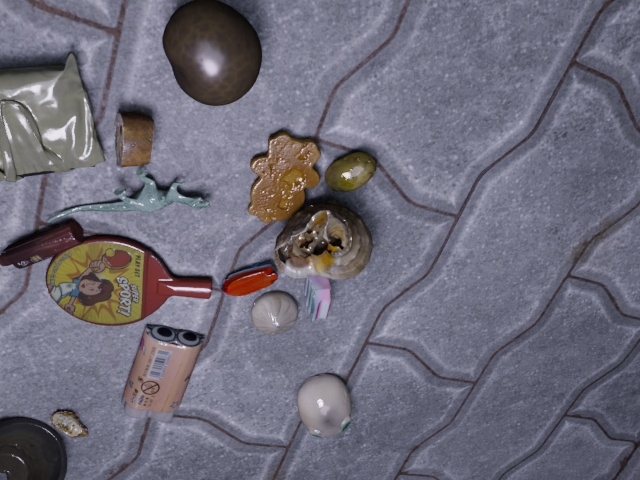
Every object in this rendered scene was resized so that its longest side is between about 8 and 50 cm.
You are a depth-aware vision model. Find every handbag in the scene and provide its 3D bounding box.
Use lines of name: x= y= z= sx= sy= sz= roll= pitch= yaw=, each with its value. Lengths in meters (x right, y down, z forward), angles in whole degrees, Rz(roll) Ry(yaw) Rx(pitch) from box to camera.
handbag: x=-0.645 y=-0.246 z=1.104 sx=0.316 sy=0.109 sz=0.253 roll=-14 pitch=125 yaw=-13

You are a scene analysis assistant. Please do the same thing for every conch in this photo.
conch: x=-0.003 y=-0.007 z=1.348 sx=0.264 sy=0.186 sz=0.324 roll=-21 pitch=145 yaw=-1

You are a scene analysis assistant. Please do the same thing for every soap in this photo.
soap: x=-0.009 y=0.151 z=1.484 sx=0.057 sy=0.100 sz=0.149 roll=-11 pitch=145 yaw=-15

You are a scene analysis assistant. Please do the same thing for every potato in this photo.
potato: x=0.080 y=-0.175 z=1.345 sx=0.138 sy=0.070 sz=0.091 roll=-29 pitch=120 yaw=3

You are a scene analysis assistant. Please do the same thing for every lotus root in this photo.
lotus root: x=-0.418 y=-0.223 z=1.169 sx=0.081 sy=0.112 sz=0.122 roll=3 pitch=116 yaw=-24

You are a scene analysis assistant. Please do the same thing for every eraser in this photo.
eraser: x=-0.461 y=0.389 z=1.514 sx=0.171 sy=0.087 sz=0.290 roll=16 pitch=112 yaw=-19

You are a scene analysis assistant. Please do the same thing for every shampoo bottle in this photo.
shampoo bottle: x=-0.697 y=0.021 z=1.260 sx=0.237 sy=0.067 sz=0.068 roll=-22 pitch=124 yaw=1

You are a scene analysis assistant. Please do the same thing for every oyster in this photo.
oyster: x=-0.750 y=0.552 z=1.563 sx=0.086 sy=0.029 sz=0.132 roll=-5 pitch=123 yaw=-4

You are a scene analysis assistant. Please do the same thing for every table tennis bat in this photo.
table tennis bat: x=-0.497 y=0.114 z=1.376 sx=0.416 sy=0.051 sz=0.267 roll=6 pitch=117 yaw=-14

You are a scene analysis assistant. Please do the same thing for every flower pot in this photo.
flower pot: x=-0.890 y=0.663 z=1.489 sx=0.269 sy=0.268 sz=0.166 roll=36 pitch=128 yaw=-28

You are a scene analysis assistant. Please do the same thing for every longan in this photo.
longan: x=-0.222 y=-0.391 z=1.087 sx=0.198 sy=0.198 sz=0.212 roll=-33 pitch=119 yaw=5

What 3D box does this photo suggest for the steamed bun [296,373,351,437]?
steamed bun: x=0.018 y=0.551 z=1.695 sx=0.177 sy=0.130 sz=0.227 roll=-13 pitch=118 yaw=-8

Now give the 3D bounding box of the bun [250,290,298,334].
bun: x=-0.128 y=0.221 z=1.500 sx=0.139 sy=0.094 sz=0.138 roll=-8 pitch=121 yaw=-13

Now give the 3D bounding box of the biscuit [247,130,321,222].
biscuit: x=-0.096 y=-0.153 z=1.333 sx=0.185 sy=0.035 sz=0.248 roll=11 pitch=116 yaw=-18

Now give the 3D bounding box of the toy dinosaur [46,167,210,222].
toy dinosaur: x=-0.461 y=-0.112 z=1.241 sx=0.384 sy=0.076 sz=0.129 roll=0 pitch=138 yaw=-6

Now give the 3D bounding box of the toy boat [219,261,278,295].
toy boat: x=-0.200 y=0.108 z=1.440 sx=0.173 sy=0.058 sz=0.069 roll=-21 pitch=121 yaw=6
